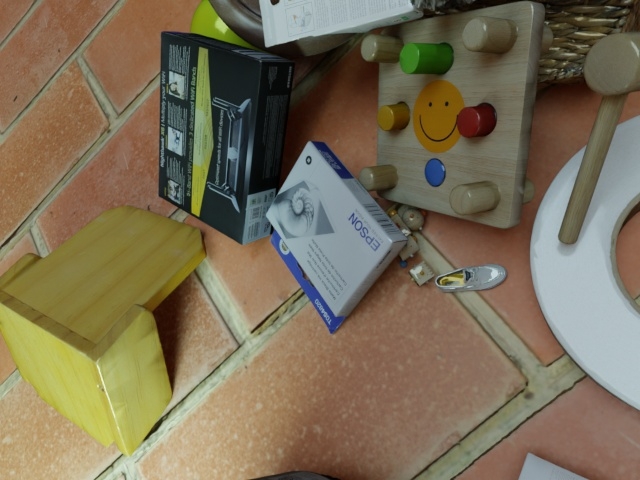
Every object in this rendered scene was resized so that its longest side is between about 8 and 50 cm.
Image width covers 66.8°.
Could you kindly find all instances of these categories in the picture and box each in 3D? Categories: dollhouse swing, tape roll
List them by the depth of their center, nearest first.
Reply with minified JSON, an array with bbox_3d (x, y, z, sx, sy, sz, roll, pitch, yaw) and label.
[{"bbox_3d":[0.454,0.025,0.563,0.392,0.072,0.392,-7,72,24],"label":"tape roll"},{"bbox_3d":[-0.395,0.148,0.956,0.347,0.305,0.315,16,124,29],"label":"dollhouse swing"}]

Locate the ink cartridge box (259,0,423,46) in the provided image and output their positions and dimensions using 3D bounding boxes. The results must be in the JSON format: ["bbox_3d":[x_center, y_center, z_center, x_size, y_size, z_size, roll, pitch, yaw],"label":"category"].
[{"bbox_3d":[0.019,-0.373,0.659,0.225,0.056,0.181,-2,100,29],"label":"ink cartridge box"}]

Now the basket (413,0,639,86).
[{"bbox_3d":[0.320,-0.346,0.727,0.299,0.223,0.213,24,119,30],"label":"basket"}]

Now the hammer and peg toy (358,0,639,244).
[{"bbox_3d":[0.192,-0.143,0.603,0.361,0.127,0.265,25,120,53],"label":"hammer and peg toy"}]

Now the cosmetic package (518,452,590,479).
[{"bbox_3d":[0.233,0.366,0.517,0.099,0.060,0.239,15,53,36],"label":"cosmetic package"}]

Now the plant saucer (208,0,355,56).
[{"bbox_3d":[-0.043,-0.432,0.703,0.311,0.050,0.310,3,111,7],"label":"plant saucer"}]

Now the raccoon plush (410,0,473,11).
[{"bbox_3d":[0.290,-0.305,0.482,0.446,0.216,0.299,46,121,23],"label":"raccoon plush"}]

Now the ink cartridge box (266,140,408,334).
[{"bbox_3d":[0.000,0.000,0.755,0.223,0.045,0.224,53,129,28],"label":"ink cartridge box"}]

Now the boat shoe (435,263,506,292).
[{"bbox_3d":[0.213,0.053,0.694,0.100,0.035,0.035,-10,71,24],"label":"boat shoe"}]

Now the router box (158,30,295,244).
[{"bbox_3d":[-0.177,-0.180,0.847,0.243,0.081,0.308,28,121,30],"label":"router box"}]

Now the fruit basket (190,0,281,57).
[{"bbox_3d":[-0.118,-0.445,0.923,0.392,0.283,0.392,27,131,37],"label":"fruit basket"}]

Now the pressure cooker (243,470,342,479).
[{"bbox_3d":[-0.131,0.448,0.491,0.370,0.420,0.375,-44,52,28],"label":"pressure cooker"}]

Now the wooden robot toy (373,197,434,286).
[{"bbox_3d":[0.131,-0.020,0.741,0.079,0.076,0.173,-33,63,2],"label":"wooden robot toy"}]
